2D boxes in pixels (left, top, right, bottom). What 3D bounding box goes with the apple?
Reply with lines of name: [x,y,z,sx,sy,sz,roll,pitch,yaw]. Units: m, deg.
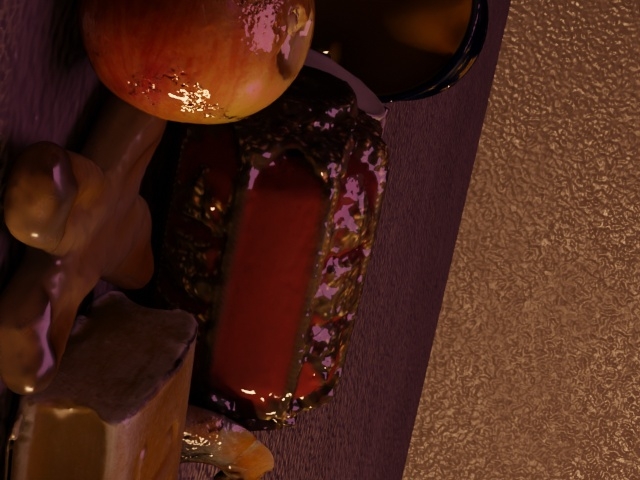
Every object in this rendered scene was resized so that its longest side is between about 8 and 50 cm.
apple: [-0.074,-0.142,1.110,0.146,0.146,0.147,14,90,-80]

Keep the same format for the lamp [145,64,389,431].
lamp: [-0.044,0.004,1.384,0.177,0.177,0.274,-53,155,-66]

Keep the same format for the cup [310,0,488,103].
cup: [0.027,-0.192,1.678,0.256,0.255,0.178,-14,81,-81]

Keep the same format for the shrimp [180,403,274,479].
shrimp: [-0.105,0.173,1.403,0.187,0.132,0.052,107,-1,-61]

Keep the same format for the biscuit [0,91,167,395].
biscuit: [-0.146,-0.014,1.149,0.208,0.047,0.164,-53,157,-65]

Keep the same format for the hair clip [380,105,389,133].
hair clip: [0.004,0.002,1.870,0.101,0.085,0.331,115,-13,-77]

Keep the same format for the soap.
soap: [-0.157,0.194,1.266,0.173,0.089,0.274,-59,161,-62]

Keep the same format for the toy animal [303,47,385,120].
toy animal: [-0.059,-0.057,1.511,0.221,0.130,0.104,-53,-145,25]
